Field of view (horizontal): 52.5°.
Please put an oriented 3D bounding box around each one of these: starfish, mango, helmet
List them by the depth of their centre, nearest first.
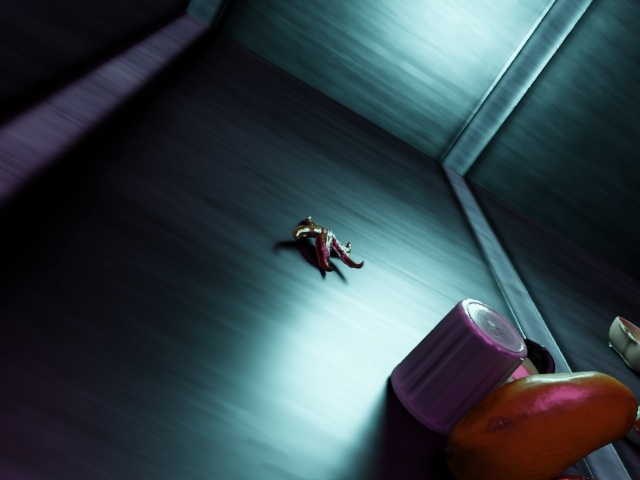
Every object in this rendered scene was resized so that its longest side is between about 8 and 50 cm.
[{"bbox_3d":[0.365,0.302,1.065,0.359,0.187,0.144,-18,36,-13],"label":"mango"},{"bbox_3d":[0.005,-0.006,1.496,0.213,0.057,0.238,25,23,-39],"label":"starfish"},{"bbox_3d":[0.475,0.279,1.510,0.123,0.098,0.070,35,-9,-5],"label":"helmet"}]

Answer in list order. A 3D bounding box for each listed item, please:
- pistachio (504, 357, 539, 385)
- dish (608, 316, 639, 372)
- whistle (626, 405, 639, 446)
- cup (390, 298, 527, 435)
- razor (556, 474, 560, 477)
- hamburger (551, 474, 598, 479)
[{"bbox_3d":[0.349,0.268,1.291,0.215,0.144,0.144,41,23,11],"label":"pistachio"},{"bbox_3d":[1.008,0.349,2.078,0.213,0.090,0.213,31,22,-14],"label":"dish"},{"bbox_3d":[0.790,0.451,1.565,0.253,0.106,0.102,42,7,18],"label":"whistle"},{"bbox_3d":[0.271,0.231,1.176,0.221,0.202,0.167,21,28,-29],"label":"cup"},{"bbox_3d":[0.439,0.422,1.224,0.082,0.042,0.253,43,25,20],"label":"razor"},{"bbox_3d":[0.432,0.478,1.018,0.231,0.107,0.231,32,22,-14],"label":"hamburger"}]
